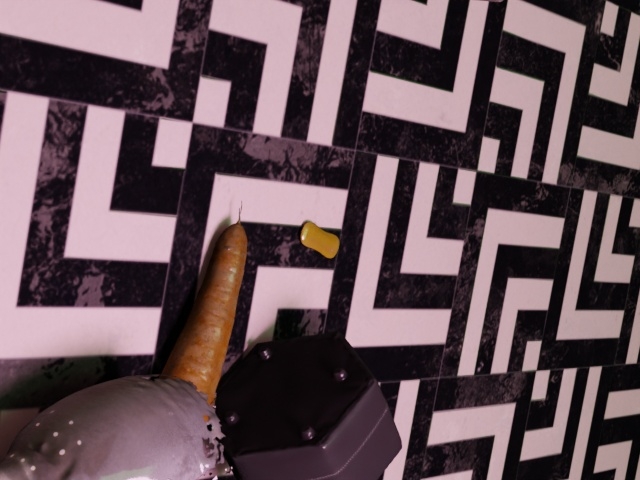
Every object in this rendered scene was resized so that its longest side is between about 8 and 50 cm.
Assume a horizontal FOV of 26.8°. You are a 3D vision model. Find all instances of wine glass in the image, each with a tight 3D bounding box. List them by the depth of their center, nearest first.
[{"bbox_3d":[-0.262,0.245,1.394,0.357,0.190,0.190,-3,103,-48],"label":"wine glass"}]

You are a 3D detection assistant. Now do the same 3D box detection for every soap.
[{"bbox_3d":[0.000,0.000,1.805,0.089,0.012,0.034,27,78,-53],"label":"soap"}]

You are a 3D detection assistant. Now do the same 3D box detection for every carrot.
[{"bbox_3d":[-0.132,0.094,1.617,0.078,0.078,0.298,35,68,-52],"label":"carrot"}]

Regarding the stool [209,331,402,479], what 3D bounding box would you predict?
[{"bbox_3d":[-0.023,0.229,1.679,0.232,0.232,0.141,-48,134,-33],"label":"stool"}]
